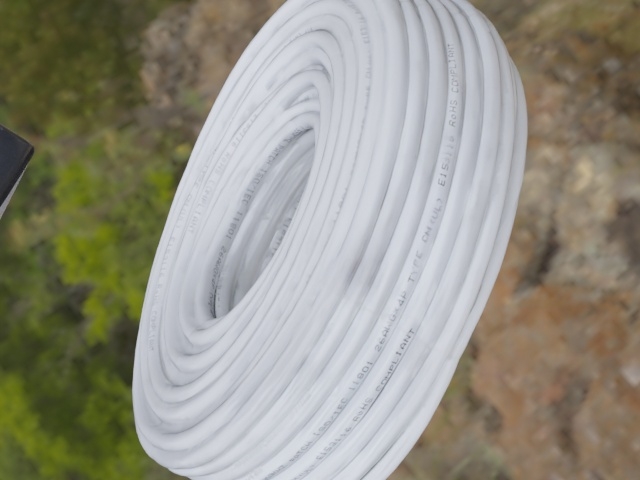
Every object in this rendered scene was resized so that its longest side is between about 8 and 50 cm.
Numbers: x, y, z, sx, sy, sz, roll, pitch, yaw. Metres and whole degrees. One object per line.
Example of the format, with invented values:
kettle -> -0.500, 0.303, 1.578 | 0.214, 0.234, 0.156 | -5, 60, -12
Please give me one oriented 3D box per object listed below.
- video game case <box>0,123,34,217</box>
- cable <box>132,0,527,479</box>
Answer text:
video game case -> -0.201, 0.117, 0.674 | 0.035, 0.275, 0.248 | 30, 133, -6
cable -> 0.000, 0.000, 0.915 | 0.089, 0.257, 0.257 | 24, 101, -20
